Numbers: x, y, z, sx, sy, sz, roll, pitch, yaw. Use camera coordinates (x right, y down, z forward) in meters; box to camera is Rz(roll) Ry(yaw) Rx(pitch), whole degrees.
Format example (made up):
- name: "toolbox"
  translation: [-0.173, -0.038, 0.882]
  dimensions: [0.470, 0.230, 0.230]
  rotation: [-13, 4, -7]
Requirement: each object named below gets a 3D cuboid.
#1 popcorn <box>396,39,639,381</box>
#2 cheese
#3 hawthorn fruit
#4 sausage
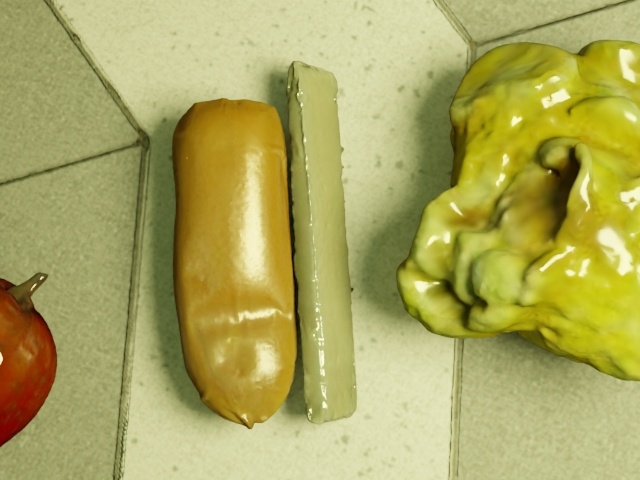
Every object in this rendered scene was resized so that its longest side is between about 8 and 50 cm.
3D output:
- name: "popcorn"
  translation: [0.258, -0.032, 0.989]
  dimensions: [0.292, 0.293, 0.334]
  rotation: [-8, 46, 38]
- name: "cheese"
  translation: [0.001, 0.000, 1.062]
  dimensions: [0.034, 0.085, 0.400]
  rotation: [-8, 80, 30]
- name: "hawthorn fruit"
  translation: [-0.387, 0.119, 1.008]
  dimensions: [0.249, 0.215, 0.215]
  rotation: [-43, 83, -1]
- name: "sausage"
  translation: [-0.095, 0.026, 1.049]
  dimensions: [0.134, 0.116, 0.354]
  rotation: [0, 85, -16]
